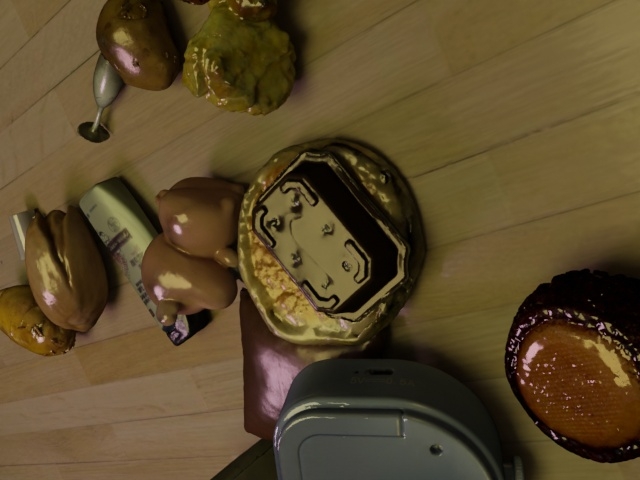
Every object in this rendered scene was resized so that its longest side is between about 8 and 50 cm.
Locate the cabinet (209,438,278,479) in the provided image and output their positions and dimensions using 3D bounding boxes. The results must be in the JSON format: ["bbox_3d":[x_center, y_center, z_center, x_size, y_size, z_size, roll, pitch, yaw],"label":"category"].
[{"bbox_3d":[-0.113,0.587,1.461,0.318,0.290,0.227,51,133,7],"label":"cabinet"}]

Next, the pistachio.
[{"bbox_3d":[-0.562,0.071,1.679,0.181,0.162,0.293,-147,41,-65],"label":"pistachio"}]

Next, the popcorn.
[{"bbox_3d":[-0.109,-0.285,1.125,0.168,0.173,0.195,18,100,-10],"label":"popcorn"}]

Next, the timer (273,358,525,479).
[{"bbox_3d":[0.125,0.365,1.184,0.394,0.173,0.395,3,113,8],"label":"timer"}]

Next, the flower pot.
[{"bbox_3d":[0.000,0.000,1.098,0.179,0.084,0.251,-44,80,26],"label":"flower pot"}]

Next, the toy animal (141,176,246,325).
[{"bbox_3d":[-0.217,0.008,1.319,0.229,0.210,0.221,-21,107,10],"label":"toy animal"}]

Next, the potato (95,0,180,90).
[{"bbox_3d":[-0.310,-0.336,1.283,0.137,0.137,0.176,-8,108,42],"label":"potato"}]

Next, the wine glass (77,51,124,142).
[{"bbox_3d":[-0.415,-0.279,1.445,0.066,0.066,0.198,44,133,15],"label":"wine glass"}]

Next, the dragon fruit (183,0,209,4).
[{"bbox_3d":[-0.135,-0.472,0.991,0.250,0.250,0.315,2,90,40],"label":"dragon fruit"}]

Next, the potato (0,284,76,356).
[{"bbox_3d":[-0.715,0.197,1.883,0.300,0.140,0.173,14,126,42],"label":"potato"}]

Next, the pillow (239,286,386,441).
[{"bbox_3d":[-0.021,0.258,1.344,0.307,0.108,0.306,13,115,31],"label":"pillow"}]

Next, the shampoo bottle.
[{"bbox_3d":[-0.353,0.040,1.538,0.134,0.078,0.359,-38,84,42],"label":"shampoo bottle"}]

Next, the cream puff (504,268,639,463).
[{"bbox_3d":[0.351,0.145,0.928,0.239,0.164,0.239,23,126,36],"label":"cream puff"}]

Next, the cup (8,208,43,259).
[{"bbox_3d":[-0.684,-0.016,1.808,0.104,0.074,0.116,-14,97,19],"label":"cup"}]

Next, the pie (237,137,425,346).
[{"bbox_3d":[0.008,0.006,1.186,0.339,0.077,0.339,5,102,25],"label":"pie"}]
